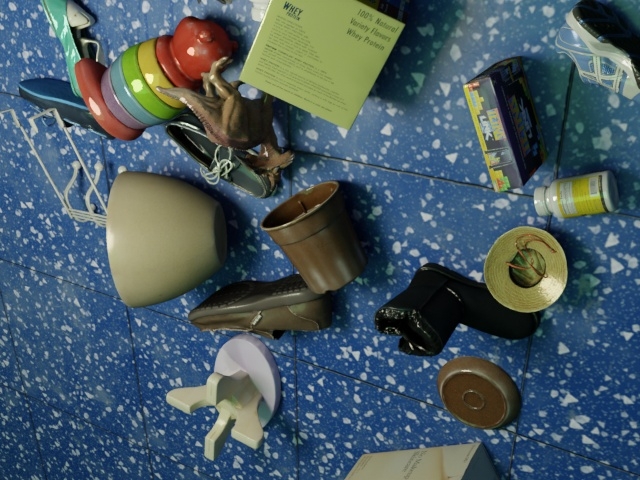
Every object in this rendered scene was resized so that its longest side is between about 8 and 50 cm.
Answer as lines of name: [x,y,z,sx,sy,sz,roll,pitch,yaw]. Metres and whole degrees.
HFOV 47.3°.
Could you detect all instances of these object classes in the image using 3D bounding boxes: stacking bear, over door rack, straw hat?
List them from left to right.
over door rack: [-0.540,-0.167,1.595,0.240,0.108,0.324,10,141,45]
stacking bear: [-0.293,-0.320,1.383,0.289,0.175,0.164,-25,72,26]
straw hat: [0.350,0.044,1.230,0.145,0.061,0.144,4,101,23]

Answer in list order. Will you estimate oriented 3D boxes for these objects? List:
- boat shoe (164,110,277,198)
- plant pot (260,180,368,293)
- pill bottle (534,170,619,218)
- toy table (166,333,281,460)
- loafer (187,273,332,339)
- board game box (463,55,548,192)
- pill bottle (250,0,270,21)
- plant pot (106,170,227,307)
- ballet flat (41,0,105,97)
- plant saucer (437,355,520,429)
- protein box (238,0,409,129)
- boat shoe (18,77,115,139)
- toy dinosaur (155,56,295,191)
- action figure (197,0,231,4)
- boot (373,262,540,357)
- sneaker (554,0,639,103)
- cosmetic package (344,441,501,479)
boat shoe: [-0.199,-0.164,1.451,0.254,0.079,0.095,43,129,6]
plant pot: [0.000,0.000,1.372,0.167,0.167,0.165,-17,112,37]
pill bottle: [0.397,-0.069,1.138,0.116,0.065,0.065,-8,110,35]
toy table: [-0.209,0.368,1.689,0.252,0.161,0.274,11,120,28]
loafer: [-0.129,0.162,1.545,0.366,0.134,0.130,-10,108,36]
board game box: [0.283,-0.178,1.103,0.048,0.141,0.170,-10,109,36]
pill bottle: [-0.086,-0.450,1.226,0.086,0.086,0.152,15,122,25]
plant pot: [-0.298,-0.008,1.502,0.191,0.284,0.284,-4,115,4]
ballet flat: [-0.500,-0.421,1.517,0.087,0.083,0.247,-11,110,10]
plant saucer: [0.301,0.303,1.419,0.169,0.029,0.168,14,120,26]
protein box: [0.007,-0.325,1.163,0.200,0.136,0.201,24,128,-8]
boat shoe: [-0.558,-0.282,1.599,0.258,0.109,0.089,25,128,22]
toy dinosaur: [-0.142,-0.200,1.293,0.127,0.296,0.200,-2,84,44]
action figure: [-0.199,-0.489,1.231,0.276,0.141,0.164,32,121,45]
boot: [0.235,0.143,1.261,0.247,0.207,0.094,24,125,19]
sneaker: [0.424,-0.246,1.033,0.211,0.080,0.081,45,151,5]
cosmetic package: [0.197,0.521,1.517,0.309,0.160,0.113,-20,102,37]
